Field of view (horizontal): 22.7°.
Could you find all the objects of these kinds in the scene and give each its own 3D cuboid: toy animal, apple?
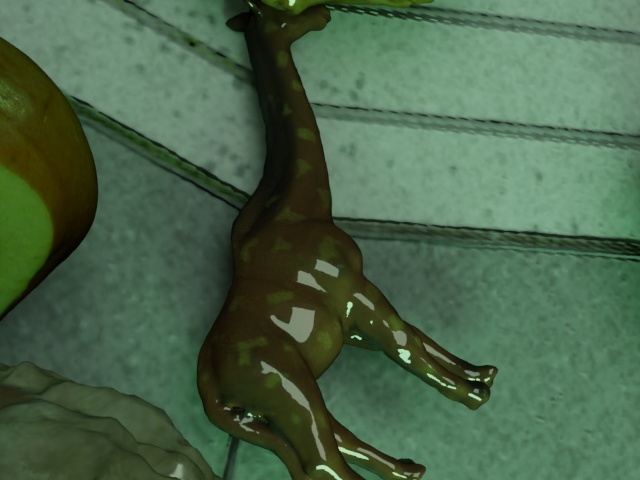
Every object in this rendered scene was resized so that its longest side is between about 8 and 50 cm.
[{"bbox_3d":[0.000,0.000,0.800,0.230,0.066,0.224,40,60,1],"label":"toy animal"},{"bbox_3d":[-0.177,-0.021,0.692,0.147,0.163,0.146,38,110,-16],"label":"apple"}]

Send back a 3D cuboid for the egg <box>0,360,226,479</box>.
[{"bbox_3d":[-0.132,0.193,0.591,0.279,0.279,0.310,5,68,-17],"label":"egg"}]

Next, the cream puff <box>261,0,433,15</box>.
[{"bbox_3d":[0.018,-0.184,0.821,0.189,0.129,0.189,13,34,-9],"label":"cream puff"}]
